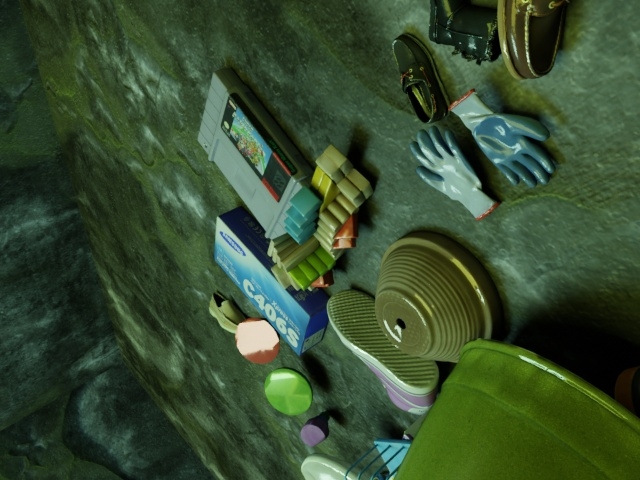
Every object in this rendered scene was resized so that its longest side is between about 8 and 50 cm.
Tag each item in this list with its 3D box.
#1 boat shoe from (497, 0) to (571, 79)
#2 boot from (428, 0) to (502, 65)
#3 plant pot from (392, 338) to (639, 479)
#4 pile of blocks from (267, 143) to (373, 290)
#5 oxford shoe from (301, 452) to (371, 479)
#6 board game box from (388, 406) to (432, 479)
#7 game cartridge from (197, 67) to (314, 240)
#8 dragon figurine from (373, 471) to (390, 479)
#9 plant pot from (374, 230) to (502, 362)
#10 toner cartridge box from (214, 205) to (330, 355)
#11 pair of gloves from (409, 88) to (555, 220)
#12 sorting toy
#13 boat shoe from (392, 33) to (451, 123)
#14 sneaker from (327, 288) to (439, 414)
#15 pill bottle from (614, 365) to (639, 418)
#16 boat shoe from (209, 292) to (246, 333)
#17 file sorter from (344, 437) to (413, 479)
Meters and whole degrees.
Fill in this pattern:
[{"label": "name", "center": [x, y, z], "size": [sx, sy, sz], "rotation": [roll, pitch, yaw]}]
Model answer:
[{"label": "boat shoe", "center": [0.230, -0.273, 0.599], "size": [0.073, 0.073, 0.207], "rotation": [18, 128, 49]}, {"label": "boot", "center": [0.179, -0.278, 0.693], "size": [0.099, 0.045, 0.121], "rotation": [37, 147, 37]}, {"label": "plant pot", "center": [0.230, 0.383, 0.733], "size": [0.366, 0.353, 0.366], "rotation": [40, 163, 14]}, {"label": "pile of blocks", "center": [0.000, 0.000, 1.053], "size": [0.112, 0.148, 0.362], "rotation": [45, 144, 23]}, {"label": "oxford shoe", "center": [0.108, 0.584, 1.097], "size": [0.449, 0.130, 0.169], "rotation": [35, 143, 33]}, {"label": "board game box", "center": [0.228, 0.438, 1.074], "size": [0.142, 0.144, 0.276], "rotation": [39, 142, 30]}, {"label": "game cartridge", "center": [-0.134, -0.160, 1.203], "size": [0.355, 0.068, 0.230], "rotation": [52, 151, 14]}, {"label": "dragon figurine", "center": [0.158, 0.581, 1.276], "size": [0.289, 0.144, 0.085], "rotation": [-9, 107, 56]}, {"label": "plant pot", "center": [0.167, 0.112, 0.945], "size": [0.237, 0.109, 0.238], "rotation": [35, 140, 36]}, {"label": "toner cartridge box", "center": [-0.121, 0.092, 1.357], "size": [0.348, 0.075, 0.165], "rotation": [44, 143, 25]}, {"label": "pair of gloves", "center": [0.212, -0.113, 0.765], "size": [0.159, 0.023, 0.198], "rotation": [44, 146, -3]}, {"label": "sorting toy", "center": [-0.073, 0.335, 1.454], "size": [0.127, 0.126, 0.366], "rotation": [-28, 95, 25]}, {"label": "boat shoe", "center": [0.135, -0.226, 0.798], "size": [0.049, 0.042, 0.133], "rotation": [-25, 91, 60]}, {"label": "sneaker", "center": [0.113, 0.227, 1.118], "size": [0.282, 0.102, 0.161], "rotation": [46, 160, 37]}, {"label": "pill bottle", "center": [0.435, 0.157, 0.589], "size": [0.131, 0.130, 0.245], "rotation": [58, 147, 5]}, {"label": "boat shoe", "center": [-0.271, 0.206, 1.663], "size": [0.190, 0.068, 0.072], "rotation": [24, 121, 44]}, {"label": "file sorter", "center": [0.138, 0.412, 0.947], "size": [0.170, 0.104, 0.118], "rotation": [-27, 93, 56]}]
